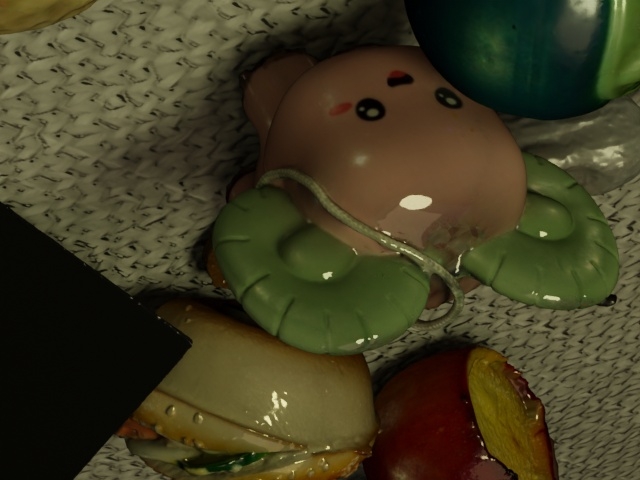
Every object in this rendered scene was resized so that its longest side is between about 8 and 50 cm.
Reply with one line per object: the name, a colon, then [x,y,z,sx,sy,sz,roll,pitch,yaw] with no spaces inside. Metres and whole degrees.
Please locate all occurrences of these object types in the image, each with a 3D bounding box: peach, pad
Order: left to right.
pad: [-0.257,0.111,1.329,0.202,0.005,0.300,37,122,-7]
peach: [0.143,0.197,1.617,0.190,0.196,0.226,-42,160,-34]

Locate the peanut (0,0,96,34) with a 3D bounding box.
peanut: [-0.238,-0.168,0.963,0.325,0.140,0.153,-13,162,-22]

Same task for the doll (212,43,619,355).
doll: [0.049,-0.017,1.199,0.284,0.268,0.216,-9,134,-20]

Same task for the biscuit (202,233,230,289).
biscuit: [0.000,-0.001,1.404,0.205,0.031,0.138,-8,133,-22]

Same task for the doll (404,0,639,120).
doll: [0.147,-0.204,1.079,0.186,0.198,0.322,8,139,7]

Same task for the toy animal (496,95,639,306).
toy animal: [0.221,-0.076,1.354,0.324,0.195,0.090,-44,147,-21]

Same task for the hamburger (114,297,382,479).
hamburger: [-0.061,0.128,1.394,0.237,0.237,0.147,9,98,-38]
